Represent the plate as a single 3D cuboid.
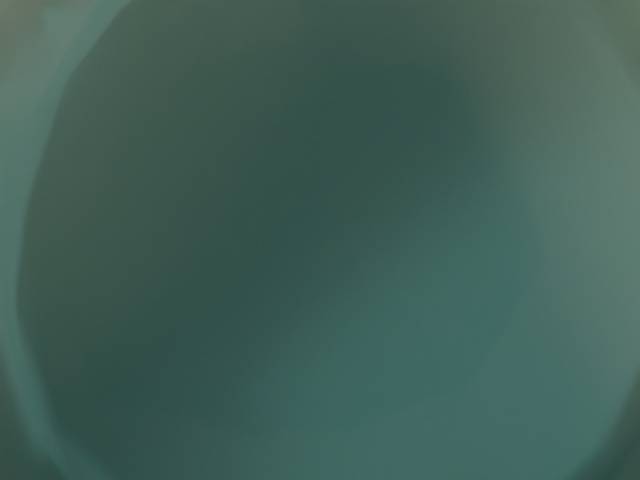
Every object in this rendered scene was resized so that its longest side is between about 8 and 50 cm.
[{"bbox_3d":[0.000,0.000,0.337,0.188,0.024,0.188,-2,83,20],"label":"plate"}]
